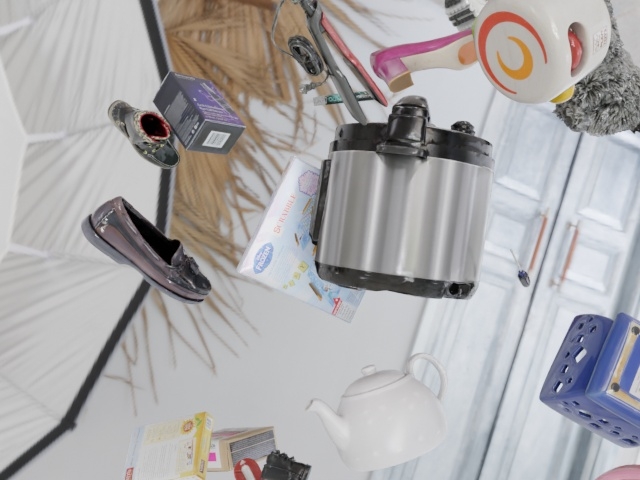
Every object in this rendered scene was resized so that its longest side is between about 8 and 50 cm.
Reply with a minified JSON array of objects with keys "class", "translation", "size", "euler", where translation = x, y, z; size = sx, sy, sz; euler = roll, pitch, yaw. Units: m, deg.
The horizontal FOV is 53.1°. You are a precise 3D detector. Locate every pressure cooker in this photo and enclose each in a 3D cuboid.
[{"class":"pressure cooker","translation":[0.187,-0.097,1.393],"size":[0.375,0.420,0.370],"euler":[6,-178,-30]}]

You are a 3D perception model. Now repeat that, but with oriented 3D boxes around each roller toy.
[{"class":"roller toy","translation":[0.369,-0.335,1.059],"size":[0.209,0.146,0.191],"euler":[54,161,6]}]

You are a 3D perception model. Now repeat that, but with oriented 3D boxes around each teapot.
[{"class":"teapot","translation":[0.135,0.348,1.331],"size":[0.252,0.187,0.256],"euler":[-20,172,16]}]

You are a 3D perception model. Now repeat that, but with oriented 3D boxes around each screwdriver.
[{"class":"screwdriver","translation":[0.410,0.059,1.321],"size":[0.024,0.025,0.170],"euler":[-5,155,27]}]

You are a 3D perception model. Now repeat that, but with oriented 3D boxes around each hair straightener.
[{"class":"hair straightener","translation":[0.006,-0.226,0.844],"size":[0.047,0.089,0.230],"euler":[49,-177,41]}]

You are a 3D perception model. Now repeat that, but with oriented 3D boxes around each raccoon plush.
[{"class":"raccoon plush","translation":[0.795,-0.437,1.616],"size":[0.446,0.216,0.299],"euler":[6,135,5]}]

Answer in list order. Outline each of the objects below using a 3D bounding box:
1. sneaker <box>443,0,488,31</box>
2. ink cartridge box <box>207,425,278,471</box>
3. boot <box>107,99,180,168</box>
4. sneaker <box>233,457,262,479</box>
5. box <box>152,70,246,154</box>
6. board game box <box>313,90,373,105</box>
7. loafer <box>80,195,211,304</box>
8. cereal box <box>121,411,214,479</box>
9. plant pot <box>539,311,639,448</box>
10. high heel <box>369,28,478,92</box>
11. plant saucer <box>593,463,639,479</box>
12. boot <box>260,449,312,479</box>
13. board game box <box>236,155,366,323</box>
[{"class":"sneaker","translation":[0.471,-0.650,1.869],"size":[0.292,0.118,0.110],"euler":[34,167,-29]},{"class":"ink cartridge box","translation":[-0.271,0.602,1.854],"size":[0.235,0.088,0.193],"euler":[-16,169,39]},{"class":"boot","translation":[-0.419,-0.254,1.631],"size":[0.178,0.085,0.236],"euler":[22,161,48]},{"class":"sneaker","translation":[-0.137,0.639,1.545],"size":[0.087,0.221,0.128],"euler":[-19,153,-10]},{"class":"box","translation":[-0.327,-0.340,1.723],"size":[0.153,0.108,0.207],"euler":[-3,-130,-53]},{"class":"board game box","translation":[0.057,-0.369,1.664],"size":[0.126,0.026,0.186],"euler":[-8,-168,-8]},{"class":"loafer","translation":[-0.308,0.025,1.229],"size":[0.302,0.095,0.109],"euler":[39,-165,-39]},{"class":"cereal box","translation":[-0.396,0.551,1.661],"size":[0.240,0.173,0.047],"euler":[-18,134,20]},{"class":"plant pot","translation":[0.656,0.297,1.382],"size":[0.236,0.236,0.212],"euler":[30,164,1]},{"class":"high heel","translation":[0.219,-0.375,1.254],"size":[0.082,0.244,0.117],"euler":[57,-173,-52]},{"class":"plant saucer","translation":[0.627,0.547,1.127],"size":[0.084,0.332,0.332],"euler":[-16,-162,-35]},{"class":"boot","translation":[-0.082,0.520,1.384],"size":[0.099,0.121,0.045],"euler":[16,154,12]},{"class":"board game box","translation":[0.000,0.000,1.608],"size":[0.318,0.318,0.066],"euler":[27,178,-14]}]
